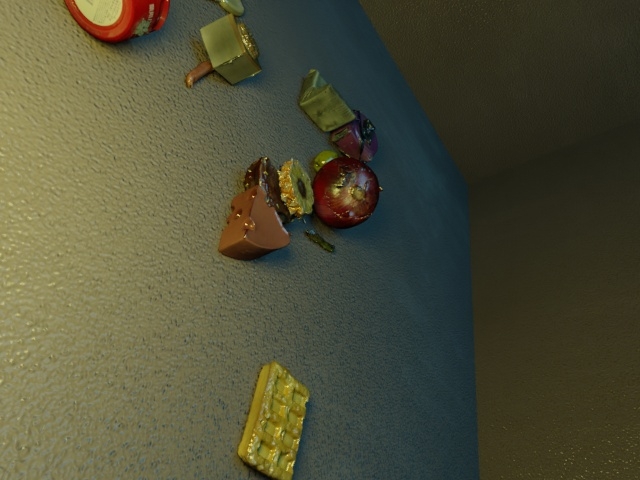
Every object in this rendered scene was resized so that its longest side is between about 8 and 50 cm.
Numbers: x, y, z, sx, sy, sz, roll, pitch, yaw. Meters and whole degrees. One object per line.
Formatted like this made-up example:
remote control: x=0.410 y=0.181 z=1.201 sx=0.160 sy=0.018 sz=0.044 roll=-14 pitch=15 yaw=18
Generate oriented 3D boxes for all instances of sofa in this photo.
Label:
sofa: x=0.036 y=-0.617 z=1.958 sx=0.210 sy=0.176 sz=0.225 roll=43 pitch=41 yaw=-34

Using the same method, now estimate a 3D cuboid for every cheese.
cheese: x=-0.204 y=-0.027 z=1.303 sx=0.203 sy=0.128 sz=0.177 roll=62 pitch=32 yaw=-13
cheese: x=-0.355 y=-0.878 z=1.658 sx=0.192 sy=0.037 sz=0.097 roll=-21 pitch=89 yaw=-59

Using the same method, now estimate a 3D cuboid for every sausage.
sausage: x=-0.377 y=-0.522 z=1.420 sx=0.042 sy=0.036 sz=0.158 roll=45 pitch=39 yaw=-20

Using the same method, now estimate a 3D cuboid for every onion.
onion: x=0.090 y=-0.179 z=1.730 sx=0.276 sy=0.276 sz=0.276 roll=33 pitch=46 yaw=-43

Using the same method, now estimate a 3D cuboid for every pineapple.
pineapple: x=-0.071 y=-0.161 z=1.480 sx=0.221 sy=0.047 sz=0.221 roll=-10 pitch=90 yaw=-67

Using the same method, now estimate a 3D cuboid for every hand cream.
hand cream: x=-0.502 y=-0.611 z=1.114 sx=0.230 sy=0.230 sz=0.149 roll=58 pitch=34 yaw=-17

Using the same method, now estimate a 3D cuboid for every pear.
pear: x=0.028 y=-0.309 z=1.834 sx=0.131 sy=0.107 sz=0.107 roll=-15 pitch=85 yaw=-51

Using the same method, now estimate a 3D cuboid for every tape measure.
tape measure: x=0.165 y=-0.468 z=2.088 sx=0.231 sy=0.149 sz=0.245 roll=40 pitch=42 yaw=-36

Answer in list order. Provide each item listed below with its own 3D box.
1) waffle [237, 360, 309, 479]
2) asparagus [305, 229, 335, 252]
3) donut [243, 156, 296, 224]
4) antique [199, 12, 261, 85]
waffle: x=-0.118 y=0.476 z=1.203 sx=0.168 sy=0.057 sz=0.274 roll=46 pitch=38 yaw=-30
asparagus: x=0.000 y=0.000 z=1.681 sx=0.165 sy=0.030 sz=0.036 roll=37 pitch=68 yaw=-42
donut: x=-0.157 y=-0.151 z=1.462 sx=0.230 sy=0.095 sz=0.216 roll=-9 pitch=88 yaw=-66
antique: x=-0.283 y=-0.619 z=1.481 sx=0.146 sy=0.147 sz=0.152 roll=10 pitch=59 yaw=-78
